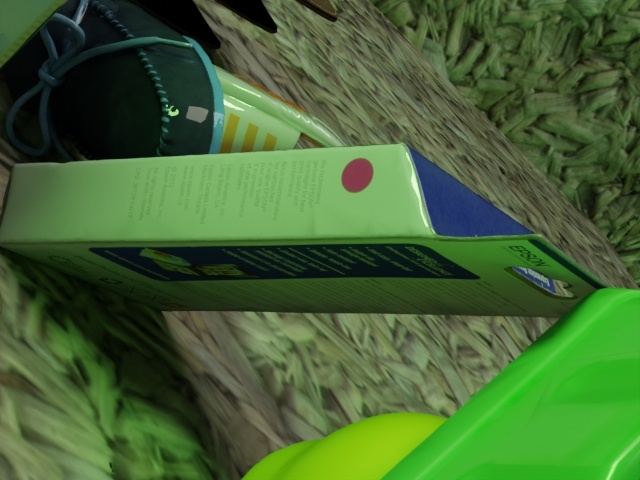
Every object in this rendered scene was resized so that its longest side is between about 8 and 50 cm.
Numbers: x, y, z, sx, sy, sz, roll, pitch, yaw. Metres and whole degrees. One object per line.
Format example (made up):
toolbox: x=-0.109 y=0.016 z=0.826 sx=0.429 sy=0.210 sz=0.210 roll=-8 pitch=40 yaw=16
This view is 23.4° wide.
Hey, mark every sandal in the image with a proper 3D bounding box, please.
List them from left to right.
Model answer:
sandal: x=-0.099 y=-0.123 z=1.463 sx=0.265 sy=0.076 sz=0.102 roll=27 pitch=7 yaw=-2

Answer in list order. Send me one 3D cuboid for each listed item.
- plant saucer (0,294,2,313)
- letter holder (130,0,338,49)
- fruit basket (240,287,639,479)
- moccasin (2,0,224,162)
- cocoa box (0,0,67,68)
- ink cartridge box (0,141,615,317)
plant saucer: x=-0.236 y=-0.033 z=0.801 sx=0.198 sy=0.036 sz=0.198 roll=56 pitch=-1 yaw=2
letter holder: x=-0.141 y=-0.303 z=1.632 sx=0.302 sy=0.152 sz=0.214 roll=26 pitch=29 yaw=-56
fruit basket: x=0.090 y=0.201 z=0.774 sx=0.283 sy=0.392 sz=0.392 roll=51 pitch=14 yaw=2
moccasin: x=-0.182 y=-0.120 z=1.122 sx=0.117 sy=0.137 sz=0.342 roll=13 pitch=16 yaw=-34
cocoa box: x=-0.310 y=-0.145 z=0.559 sx=0.231 sy=0.228 sz=0.347 roll=56 pitch=16 yaw=27
ink cartridge box: x=0.000 y=0.000 z=0.935 sx=0.176 sy=0.371 sz=0.069 roll=28 pitch=68 yaw=-54
